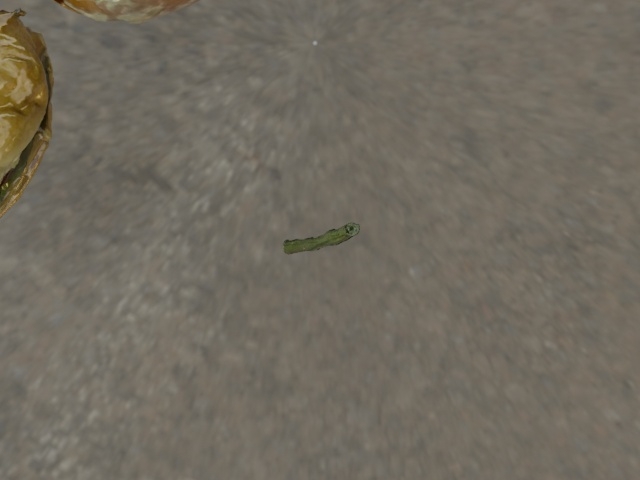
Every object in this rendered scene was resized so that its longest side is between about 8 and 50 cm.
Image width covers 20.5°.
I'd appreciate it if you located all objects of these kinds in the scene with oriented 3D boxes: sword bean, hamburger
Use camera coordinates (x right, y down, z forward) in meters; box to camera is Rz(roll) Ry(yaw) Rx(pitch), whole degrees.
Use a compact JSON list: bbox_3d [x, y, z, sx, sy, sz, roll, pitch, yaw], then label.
[{"bbox_3d":[0.000,0.000,1.085,0.012,0.083,0.012,5,79,-30],"label":"sword bean"},{"bbox_3d":[-0.398,-0.067,1.746,0.330,0.162,0.209,-23,74,-1],"label":"hamburger"}]

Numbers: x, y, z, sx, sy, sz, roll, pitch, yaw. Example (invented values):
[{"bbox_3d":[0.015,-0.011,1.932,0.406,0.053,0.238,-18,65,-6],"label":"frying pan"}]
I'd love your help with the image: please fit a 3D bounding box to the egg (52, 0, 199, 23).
[{"bbox_3d":[-0.161,-0.283,1.527,0.233,0.195,0.195,9,97,29],"label":"egg"}]
